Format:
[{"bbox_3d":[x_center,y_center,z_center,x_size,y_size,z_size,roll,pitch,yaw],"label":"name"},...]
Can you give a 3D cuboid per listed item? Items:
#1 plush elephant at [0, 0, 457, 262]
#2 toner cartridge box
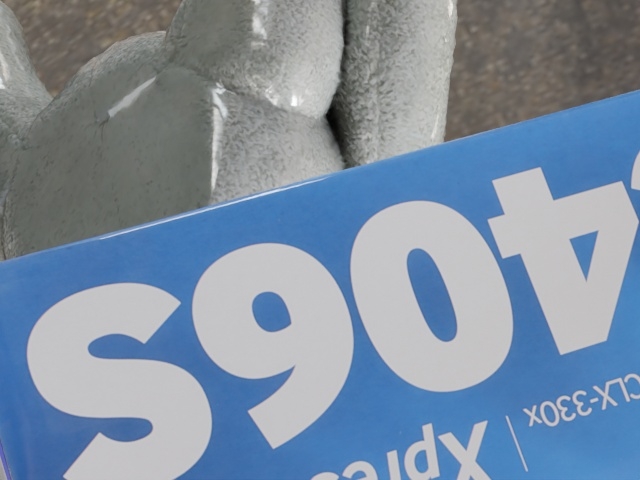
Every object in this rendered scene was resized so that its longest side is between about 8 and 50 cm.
[{"bbox_3d":[0.000,0.000,0.747,0.255,0.272,0.330,26,36,-49],"label":"plush elephant"},{"bbox_3d":[0.088,0.047,0.467,0.348,0.075,0.165,-16,77,-16],"label":"toner cartridge box"}]
